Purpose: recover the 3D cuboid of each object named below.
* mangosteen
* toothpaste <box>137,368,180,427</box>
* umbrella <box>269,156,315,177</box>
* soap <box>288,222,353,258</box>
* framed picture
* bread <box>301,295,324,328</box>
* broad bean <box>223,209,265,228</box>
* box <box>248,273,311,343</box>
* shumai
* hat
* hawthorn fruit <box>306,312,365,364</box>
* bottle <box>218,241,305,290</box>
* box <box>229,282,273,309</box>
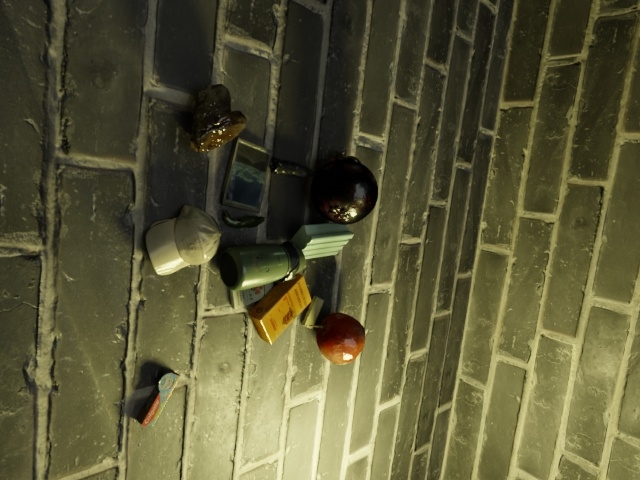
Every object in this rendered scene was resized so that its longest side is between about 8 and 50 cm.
[{"bbox_3d":[0.106,-0.217,1.916,0.313,0.297,0.297,-75,156,-65],"label":"mangosteen"},{"bbox_3d":[-0.577,0.551,1.555,0.070,0.044,0.193,40,70,-41],"label":"toothpaste"},{"bbox_3d":[-0.111,-0.290,1.822,0.236,0.059,0.066,5,110,-50],"label":"umbrella"},{"bbox_3d":[0.000,0.000,1.934,0.265,0.087,0.160,-7,148,-44],"label":"soap"},{"bbox_3d":[-0.280,-0.245,1.690,0.189,0.023,0.260,14,89,-49],"label":"framed picture"},{"bbox_3d":[-0.035,0.336,2.070,0.068,0.028,0.153,34,74,-45],"label":"bread"},{"bbox_3d":[-0.292,-0.073,1.699,0.195,0.046,0.061,8,96,-45],"label":"broad bean"},{"bbox_3d":[-0.165,0.279,1.868,0.274,0.076,0.174,-45,138,-29],"label":"box"},{"bbox_3d":[-0.378,-0.412,1.477,0.218,0.184,0.185,-39,90,-19],"label":"shumai"},{"bbox_3d":[-0.458,0.011,1.486,0.226,0.164,0.219,-46,131,-56],"label":"hat"},{"bbox_3d":[0.097,0.446,2.087,0.235,0.231,0.263,-54,140,-57],"label":"hawthorn fruit"},{"bbox_3d":[-0.212,0.090,1.726,0.347,0.168,0.168,-7,105,-43],"label":"bottle"},{"bbox_3d":[-0.276,0.197,1.790,0.198,0.029,0.109,-17,112,-41],"label":"box"}]
